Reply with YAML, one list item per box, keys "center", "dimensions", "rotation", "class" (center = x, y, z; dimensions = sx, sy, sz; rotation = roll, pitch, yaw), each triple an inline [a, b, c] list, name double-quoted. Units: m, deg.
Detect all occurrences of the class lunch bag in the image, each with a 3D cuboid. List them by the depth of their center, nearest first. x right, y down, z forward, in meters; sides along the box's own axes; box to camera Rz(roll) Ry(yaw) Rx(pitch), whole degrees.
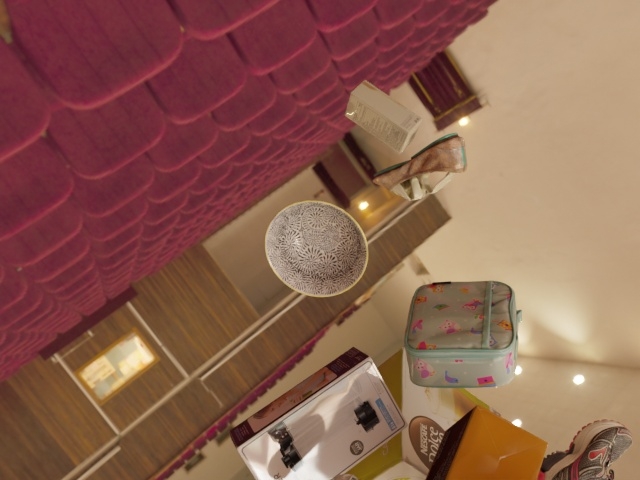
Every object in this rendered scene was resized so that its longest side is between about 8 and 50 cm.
- center: [0.293, 0.177, 1.178]
  dimensions: [0.224, 0.107, 0.279]
  rotation: [-6, -156, 20]
  class: "lunch bag"

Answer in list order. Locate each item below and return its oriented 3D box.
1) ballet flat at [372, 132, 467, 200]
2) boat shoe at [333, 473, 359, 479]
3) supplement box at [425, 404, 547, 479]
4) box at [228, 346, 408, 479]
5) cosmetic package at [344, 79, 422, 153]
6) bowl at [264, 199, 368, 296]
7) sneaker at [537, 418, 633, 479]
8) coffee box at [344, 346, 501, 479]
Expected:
- center: [0.232, -0.155, 1.387]
  dimensions: [0.108, 0.106, 0.316]
  rotation: [-20, 179, -27]
  class: "ballet flat"
- center: [0.034, 0.408, 0.931]
  dimensions: [0.184, 0.066, 0.063]
  rotation: [-23, -136, 26]
  class: "boat shoe"
- center: [0.265, 0.420, 0.999]
  dimensions: [0.191, 0.129, 0.194]
  rotation: [-57, 169, -30]
  class: "supplement box"
- center: [-0.002, 0.352, 1.081]
  dimensions: [0.290, 0.169, 0.087]
  rotation: [-30, -168, -14]
  class: "box"
- center: [0.099, -0.197, 0.926]
  dimensions: [0.041, 0.115, 0.060]
  rotation: [-47, 169, -26]
  class: "cosmetic package"
- center: [0.000, 0.000, 0.956]
  dimensions: [0.170, 0.170, 0.080]
  rotation: [-32, -166, 24]
  class: "bowl"
- center: [0.590, 0.497, 1.258]
  dimensions: [0.299, 0.120, 0.112]
  rotation: [-21, -158, -31]
  class: "sneaker"
- center: [0.200, 0.528, 1.347]
  dimensions: [0.338, 0.334, 0.337]
  rotation: [-46, -165, 28]
  class: "coffee box"
